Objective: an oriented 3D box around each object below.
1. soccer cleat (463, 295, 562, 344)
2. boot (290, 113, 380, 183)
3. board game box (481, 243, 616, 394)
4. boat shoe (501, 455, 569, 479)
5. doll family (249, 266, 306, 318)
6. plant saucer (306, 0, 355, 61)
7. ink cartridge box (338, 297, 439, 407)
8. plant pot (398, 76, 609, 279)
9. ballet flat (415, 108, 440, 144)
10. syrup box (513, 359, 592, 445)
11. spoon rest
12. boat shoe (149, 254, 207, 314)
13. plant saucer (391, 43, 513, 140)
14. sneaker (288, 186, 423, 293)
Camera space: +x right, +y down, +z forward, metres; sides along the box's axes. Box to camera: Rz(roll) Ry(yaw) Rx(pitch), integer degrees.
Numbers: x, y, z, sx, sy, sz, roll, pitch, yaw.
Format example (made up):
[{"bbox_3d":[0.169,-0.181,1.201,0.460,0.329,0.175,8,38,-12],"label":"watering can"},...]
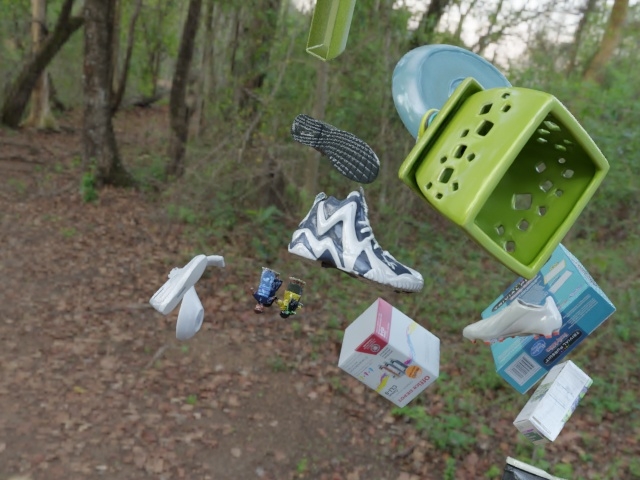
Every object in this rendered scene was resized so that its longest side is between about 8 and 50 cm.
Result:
[{"bbox_3d":[0.353,0.148,1.429,0.196,0.076,0.068,-13,-4,39],"label":"soccer cleat"},{"bbox_3d":[0.063,-0.201,1.688,0.246,0.084,0.161,37,16,28],"label":"boot"},{"bbox_3d":[0.480,0.156,1.665,0.079,0.254,0.336,42,15,-5],"label":"board game box"},{"bbox_3d":[0.262,0.277,0.833,0.132,0.042,0.049,16,-10,17],"label":"boat shoe"},{"bbox_3d":[-0.105,0.138,1.893,0.192,0.112,0.076,22,-6,-33],"label":"doll family"},{"bbox_3d":[0.029,-0.489,1.671,0.045,0.189,0.188,7,18,-17],"label":"plant saucer"},{"bbox_3d":[0.150,0.240,1.638,0.176,0.128,0.127,34,31,-13],"label":"ink cartridge box"},{"bbox_3d":[0.271,-0.108,1.196,0.227,0.228,0.207,32,4,-42],"label":"plant pot"},{"bbox_3d":[0.215,-0.164,1.363,0.077,0.077,0.231,17,-8,40],"label":"ballet flat"},{"bbox_3d":[0.663,0.463,2.191,0.096,0.237,0.093,42,-27,3],"label":"syrup box"},{"bbox_3d":[-0.364,0.165,2.227,0.084,0.277,0.137,15,-30,9],"label":"spoon rest"},{"bbox_3d":[-0.362,0.103,1.957,0.063,0.184,0.066,32,-11,17],"label":"boat shoe"},{"bbox_3d":[0.292,-0.277,1.545,0.317,0.318,0.044,4,-29,-25],"label":"plant saucer"},{"bbox_3d":[0.077,-0.010,1.295,0.234,0.153,0.094,18,-9,19],"label":"sneaker"}]
